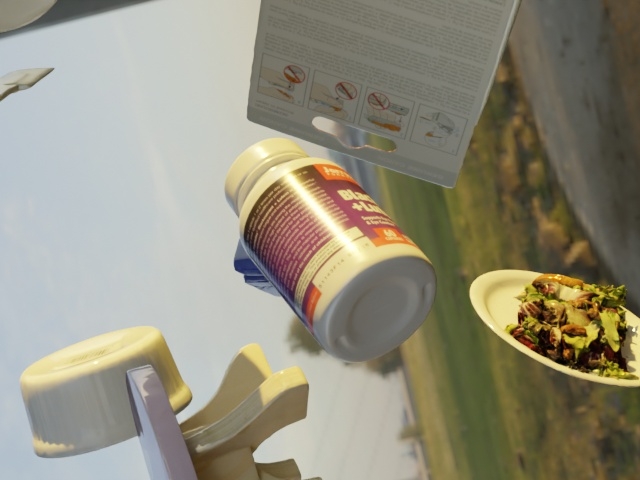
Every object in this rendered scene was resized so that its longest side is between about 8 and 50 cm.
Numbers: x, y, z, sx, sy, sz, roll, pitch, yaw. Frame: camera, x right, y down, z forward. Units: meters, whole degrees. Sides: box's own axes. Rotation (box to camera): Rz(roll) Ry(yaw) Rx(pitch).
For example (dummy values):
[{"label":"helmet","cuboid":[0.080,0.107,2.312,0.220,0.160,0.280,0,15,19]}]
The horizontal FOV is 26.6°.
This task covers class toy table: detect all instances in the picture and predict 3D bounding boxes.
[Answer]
[{"label":"toy table","cuboid":[-0.093,0.236,1.426,0.252,0.161,0.274,104,147,-60]}]

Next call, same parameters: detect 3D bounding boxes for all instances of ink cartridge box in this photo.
[{"label":"ink cartridge box","cuboid":[0.077,-0.260,1.703,0.385,0.308,0.091,102,-172,-51]}]

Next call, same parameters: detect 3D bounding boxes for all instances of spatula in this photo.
[{"label":"spatula","cuboid":[-0.378,-0.138,1.337,0.242,0.168,0.019,-71,-19,-68]}]

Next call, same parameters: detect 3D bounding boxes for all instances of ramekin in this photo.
[{"label":"ramekin","cuboid":[-0.364,0.245,2.248,0.277,0.277,0.135,-85,-21,-81]}]

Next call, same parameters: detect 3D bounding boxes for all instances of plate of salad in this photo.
[{"label":"plate of salad","cuboid":[0.238,0.072,1.265,0.200,0.200,0.048,-98,25,-63]}]

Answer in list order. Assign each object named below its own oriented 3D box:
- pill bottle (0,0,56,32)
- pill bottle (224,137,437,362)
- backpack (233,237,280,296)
[{"label":"pill bottle","cuboid":[-0.338,-0.387,1.340,0.204,0.204,0.361,73,-175,-50]},{"label":"pill bottle","cuboid":[0.000,0.000,1.096,0.193,0.108,0.108,49,163,41]},{"label":"backpack","cuboid":[-0.037,-0.005,1.529,0.101,0.098,0.120,28,-108,-40]}]
